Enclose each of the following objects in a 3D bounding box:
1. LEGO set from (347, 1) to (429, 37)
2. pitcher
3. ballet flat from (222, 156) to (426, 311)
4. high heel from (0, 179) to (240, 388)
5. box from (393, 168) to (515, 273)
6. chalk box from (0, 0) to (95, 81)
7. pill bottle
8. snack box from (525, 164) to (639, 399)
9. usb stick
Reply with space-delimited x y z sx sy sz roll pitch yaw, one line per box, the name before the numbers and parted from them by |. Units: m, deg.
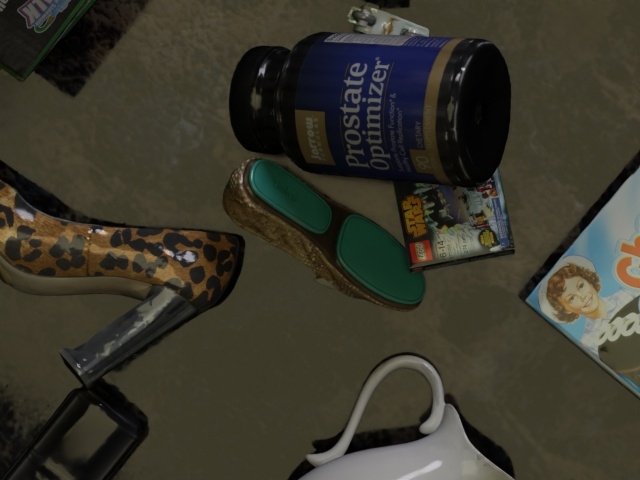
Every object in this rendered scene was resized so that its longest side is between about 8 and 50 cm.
LEGO set | 0.079 -0.312 1.389 0.132 0.107 0.287 27 88 -32
pitcher | 0.045 0.212 1.381 0.207 0.125 0.177 -30 68 -7
ballet flat | 0.000 0.000 1.394 0.206 0.067 0.073 38 52 -17
high heel | -0.205 -0.020 1.414 0.186 0.093 0.261 -36 80 -14
box | 0.111 -0.047 1.394 0.094 0.027 0.137 -11 77 4
chalk box | -0.287 -0.271 1.330 0.180 0.289 0.179 -51 55 1
pill bottle | 0.039 -0.112 1.337 0.219 0.123 0.122 6 92 28
snack box | 0.350 -0.009 1.364 0.187 0.060 0.322 40 93 12
usb stick | -0.268 0.251 1.428 0.077 0.045 0.278 39 93 -5
